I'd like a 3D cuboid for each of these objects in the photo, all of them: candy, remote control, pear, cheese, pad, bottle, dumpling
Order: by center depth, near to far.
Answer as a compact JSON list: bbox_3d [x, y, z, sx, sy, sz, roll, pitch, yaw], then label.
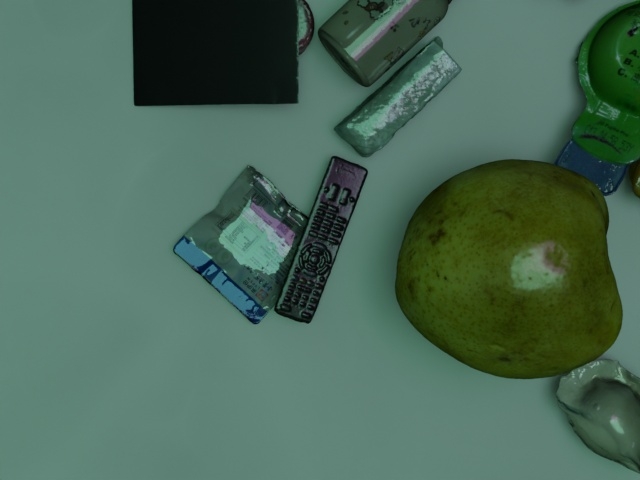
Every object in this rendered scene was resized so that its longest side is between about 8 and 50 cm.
[{"bbox_3d":[0.248,0.040,1.198,0.303,0.304,0.304,0,95,-3],"label":"pear"},{"bbox_3d":[0.113,-0.329,1.247,0.233,0.110,0.110,-42,96,1],"label":"bottle"},{"bbox_3d":[-0.149,-0.276,1.258,0.245,0.006,0.170,1,96,12],"label":"pad"},{"bbox_3d":[0.446,-0.214,1.265,0.203,0.083,0.321,30,87,21],"label":"cheese"},{"bbox_3d":[-0.059,-0.306,1.271,0.103,0.043,0.103,0,94,-3],"label":"candy"},{"bbox_3d":[0.000,0.000,1.294,0.063,0.025,0.245,22,89,-11],"label":"remote control"},{"bbox_3d":[0.436,0.255,1.322,0.188,0.108,0.127,45,65,8],"label":"dumpling"}]

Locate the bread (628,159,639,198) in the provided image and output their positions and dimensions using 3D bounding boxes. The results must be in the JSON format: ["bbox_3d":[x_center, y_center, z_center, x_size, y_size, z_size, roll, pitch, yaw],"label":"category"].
[{"bbox_3d":[0.534,-0.119,1.316,0.149,0.065,0.188,34,89,-16],"label":"bread"}]

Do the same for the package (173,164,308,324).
[{"bbox_3d":[-0.098,0.007,1.305,0.171,0.027,0.173,44,91,-9],"label":"package"}]

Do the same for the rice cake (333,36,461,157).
[{"bbox_3d":[0.116,-0.204,1.280,0.206,0.063,0.069,-41,98,1],"label":"rice cake"}]
